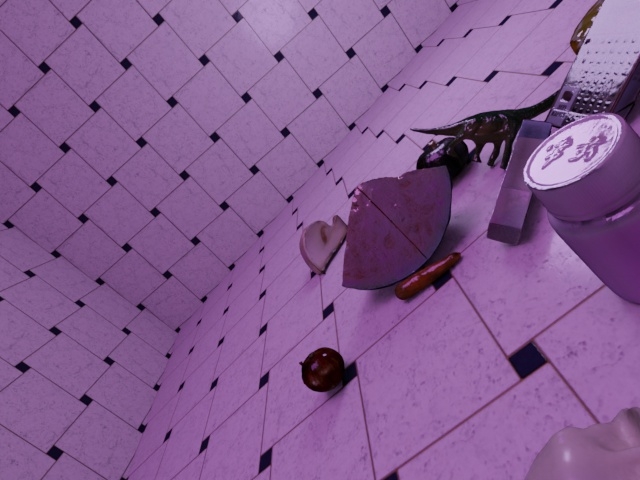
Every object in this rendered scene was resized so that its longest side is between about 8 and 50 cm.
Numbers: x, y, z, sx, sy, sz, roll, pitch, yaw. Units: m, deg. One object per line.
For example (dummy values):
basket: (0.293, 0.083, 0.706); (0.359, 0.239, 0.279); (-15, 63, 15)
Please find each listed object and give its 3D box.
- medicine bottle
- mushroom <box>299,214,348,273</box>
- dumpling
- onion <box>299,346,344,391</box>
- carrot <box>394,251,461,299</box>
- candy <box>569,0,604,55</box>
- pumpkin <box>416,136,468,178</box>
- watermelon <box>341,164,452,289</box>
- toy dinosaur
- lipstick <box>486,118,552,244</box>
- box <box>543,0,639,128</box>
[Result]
medicine bottle: (0.405, -0.038, 0.547); (0.152, 0.254, 0.152); (-43, 20, 20)
mushroom: (-0.020, -0.002, 1.637); (0.236, 0.162, 0.173); (-56, 20, -21)
dumpling: (0.297, 0.281, 0.453); (0.179, 0.131, 0.252); (-44, -18, -59)
onion: (0.008, 0.324, 1.028); (0.118, 0.118, 0.117); (-41, 17, 28)
carrot: (0.261, 0.085, 0.992); (0.191, 0.047, 0.047); (-41, 21, 26)
candy: (0.727, -0.531, 0.950); (0.260, 0.118, 0.260); (-47, 16, 18)
pumpkin: (0.368, -0.243, 1.237); (0.167, 0.125, 0.167); (-56, 12, 19)
watermelon: (0.216, -0.035, 1.122); (0.292, 0.319, 0.222); (0, 7, 20)
toy dinosaur: (0.469, -0.346, 1.052); (0.087, 0.447, 0.301); (-17, -54, -59)
lipstick: (0.447, -0.138, 0.902); (0.068, 0.066, 0.317); (16, 62, 25)
box: (0.610, -0.384, 0.839); (0.180, 0.047, 0.325); (-107, 31, -65)
